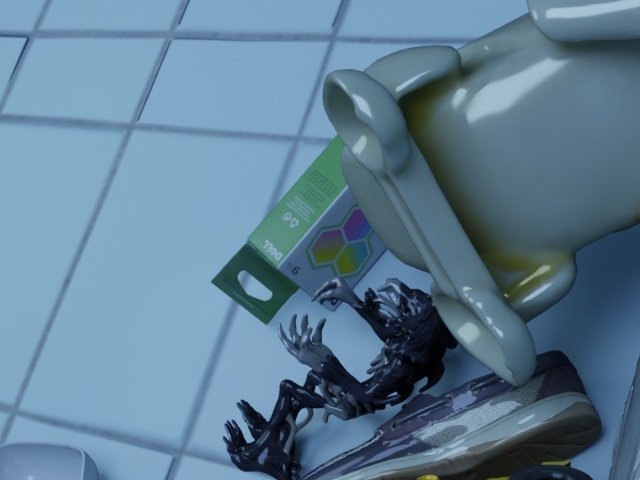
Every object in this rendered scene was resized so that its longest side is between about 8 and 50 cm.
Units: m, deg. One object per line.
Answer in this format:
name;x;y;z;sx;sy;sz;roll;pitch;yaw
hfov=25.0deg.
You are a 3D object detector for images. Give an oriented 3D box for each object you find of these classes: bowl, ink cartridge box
bowl;-0.298;0.288;1.524;0.142;0.053;0.142;-2;63;32
ink cartridge box;0.000;0.000;1.456;0.209;0.109;0.062;-49;48;0

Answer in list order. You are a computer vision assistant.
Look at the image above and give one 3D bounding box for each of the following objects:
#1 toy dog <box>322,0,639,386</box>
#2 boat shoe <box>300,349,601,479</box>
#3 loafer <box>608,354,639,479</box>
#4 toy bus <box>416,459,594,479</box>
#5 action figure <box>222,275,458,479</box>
toy dog;0.239;-0.103;1.237;0.408;0.395;0.285;-31;90;-5
boat shoe;0.108;0.182;1.293;0.285;0.103;0.092;-24;48;15
loafer;0.293;0.141;1.171;0.112;0.111;0.320;20;81;-1
toy bus;0.116;0.272;1.109;0.211;0.150;0.220;1;20;2
action figure;0.024;0.109;1.346;0.275;0.164;0.141;-40;86;18
